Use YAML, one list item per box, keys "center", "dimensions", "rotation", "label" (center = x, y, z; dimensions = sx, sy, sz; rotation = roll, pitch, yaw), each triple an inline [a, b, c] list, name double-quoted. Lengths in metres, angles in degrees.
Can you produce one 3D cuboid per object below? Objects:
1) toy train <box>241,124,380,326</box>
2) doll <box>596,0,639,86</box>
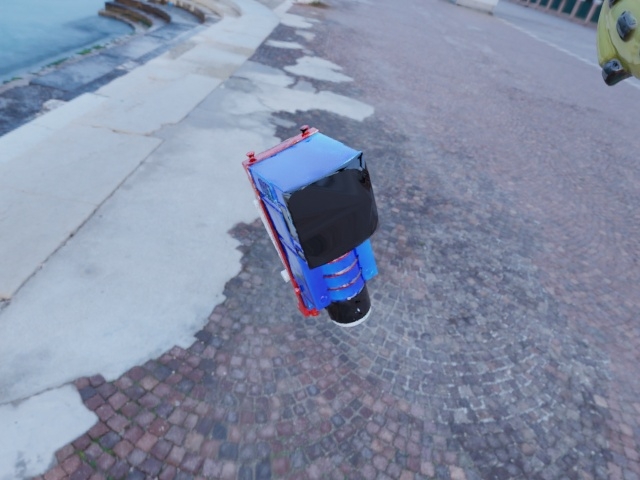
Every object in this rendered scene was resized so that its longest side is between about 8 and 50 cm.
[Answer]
- center: [0.000, 0.000, 0.436]
  dimensions: [0.082, 0.204, 0.131]
  rotation: [-31, 36, -16]
  label: "toy train"
- center: [0.209, -0.219, 0.322]
  dimensions: [0.086, 0.117, 0.291]
  rotation: [0, 57, -44]
  label: "doll"
